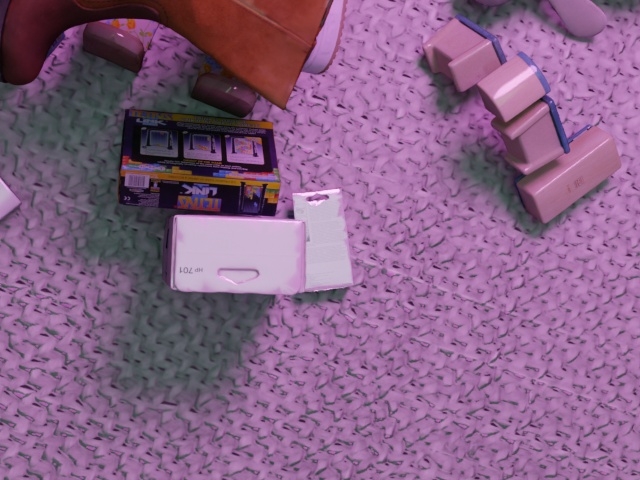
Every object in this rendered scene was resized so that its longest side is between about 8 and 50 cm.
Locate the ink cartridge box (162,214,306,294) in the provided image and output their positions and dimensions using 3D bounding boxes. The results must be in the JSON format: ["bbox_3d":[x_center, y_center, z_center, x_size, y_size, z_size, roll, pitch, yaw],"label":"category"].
[{"bbox_3d":[-0.096,0.014,1.371,0.140,0.191,0.082,3,89,-10],"label":"ink cartridge box"}]

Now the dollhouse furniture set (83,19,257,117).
[{"bbox_3d":[-0.173,-0.377,1.333,0.394,0.256,0.362,22,86,-8],"label":"dollhouse furniture set"}]

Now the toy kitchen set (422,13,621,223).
[{"bbox_3d":[0.236,-0.159,1.496,0.122,0.166,0.207,-35,131,-8],"label":"toy kitchen set"}]

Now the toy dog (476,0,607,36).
[{"bbox_3d":[0.340,-0.352,1.494,0.334,0.161,0.220,7,91,6],"label":"toy dog"}]

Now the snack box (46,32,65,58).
[{"bbox_3d":[-0.372,-0.274,1.339,0.207,0.174,0.070,39,85,-7],"label":"snack box"}]

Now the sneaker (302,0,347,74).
[{"bbox_3d":[-0.047,-0.314,1.271,0.153,0.099,0.282,2,98,-31],"label":"sneaker"}]

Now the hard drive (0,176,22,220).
[{"bbox_3d":[-0.537,-0.020,1.373,0.353,0.047,0.233,-39,95,-7],"label":"hard drive"}]

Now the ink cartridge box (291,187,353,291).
[{"bbox_3d":[0.000,0.000,1.469,0.063,0.029,0.115,-6,89,-9],"label":"ink cartridge box"}]

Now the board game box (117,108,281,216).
[{"bbox_3d":[-0.134,-0.086,1.393,0.170,0.141,0.048,5,121,-9],"label":"board game box"}]

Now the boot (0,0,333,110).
[{"bbox_3d":[-0.149,-0.206,1.203,0.280,0.096,0.264,29,105,-5],"label":"boot"}]
